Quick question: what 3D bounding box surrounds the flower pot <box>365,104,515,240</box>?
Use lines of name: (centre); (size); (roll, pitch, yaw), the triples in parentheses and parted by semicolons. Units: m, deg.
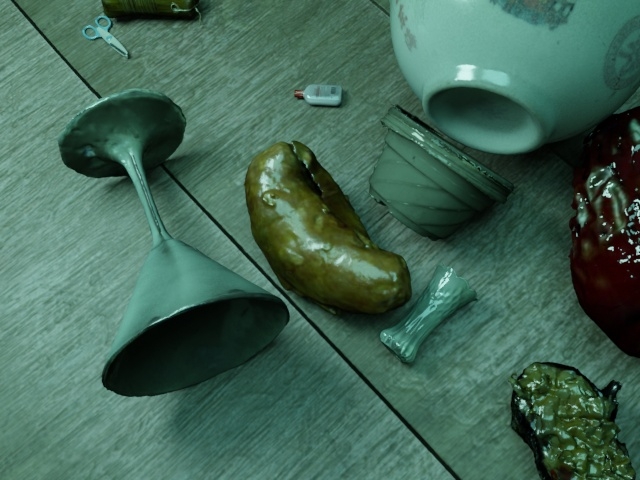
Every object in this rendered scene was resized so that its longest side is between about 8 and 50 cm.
flower pot: (0.165, -0.091, 1.094); (0.235, 0.235, 0.140); (40, 102, 18)

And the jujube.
jujube: (0.485, -0.023, 1.015); (0.258, 0.258, 0.377); (4, 72, 6)

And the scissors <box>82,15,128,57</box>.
scissors: (-0.394, -0.378, 1.345); (0.058, 0.014, 0.119); (-44, 68, -12)

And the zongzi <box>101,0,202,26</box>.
zongzi: (-0.307, -0.496, 1.359); (0.187, 0.084, 0.184); (4, 58, -2)

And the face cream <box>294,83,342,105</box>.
face cream: (-0.004, -0.256, 1.262); (0.083, 0.021, 0.040); (5, 68, 6)

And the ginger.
ginger: (0.000, 0.000, 1.091); (0.321, 0.172, 0.165); (48, 40, 14)

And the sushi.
sushi: (0.350, 0.263, 0.971); (0.147, 0.115, 0.212); (-16, 66, -2)

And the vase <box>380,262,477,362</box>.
vase: (0.156, 0.113, 1.070); (0.081, 0.081, 0.149); (41, 80, 18)

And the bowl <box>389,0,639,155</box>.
bowl: (0.261, -0.249, 1.020); (0.434, 0.435, 0.196); (20, 72, 12)

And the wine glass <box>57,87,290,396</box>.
wine glass: (-0.236, -0.008, 1.066); (0.267, 0.267, 0.406); (-22, 62, -5)
